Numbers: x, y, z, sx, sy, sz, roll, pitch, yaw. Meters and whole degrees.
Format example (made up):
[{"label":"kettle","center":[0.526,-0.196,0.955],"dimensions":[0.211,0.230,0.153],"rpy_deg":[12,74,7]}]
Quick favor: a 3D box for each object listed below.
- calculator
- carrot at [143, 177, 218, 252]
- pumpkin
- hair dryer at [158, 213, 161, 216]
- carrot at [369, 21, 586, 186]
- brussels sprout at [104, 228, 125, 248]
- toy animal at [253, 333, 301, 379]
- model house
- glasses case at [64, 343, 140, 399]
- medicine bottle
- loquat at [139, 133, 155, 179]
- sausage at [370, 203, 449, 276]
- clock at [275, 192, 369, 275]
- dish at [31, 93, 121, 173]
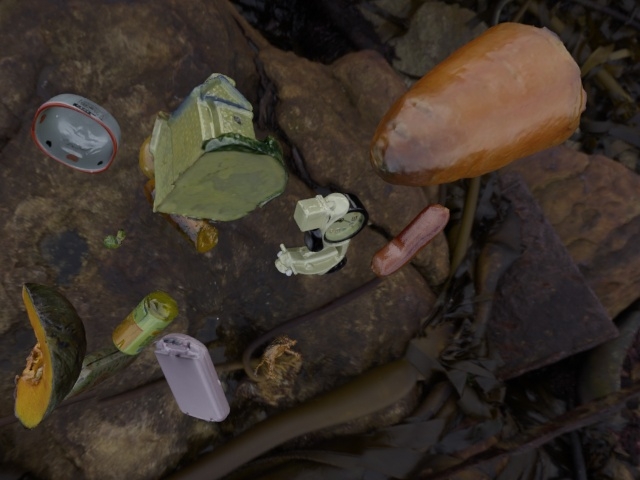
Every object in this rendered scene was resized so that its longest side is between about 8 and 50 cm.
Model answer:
[{"label":"calculator","center":[-0.205,0.224,0.739],"dimensions":[0.032,0.100,0.175],"rpy_deg":[-47,131,-51]},{"label":"carrot","center":[-0.469,-0.092,1.547],"dimensions":[0.114,0.114,0.302],"rpy_deg":[-43,76,-16]},{"label":"pumpkin","center":[-0.580,0.257,1.041],"dimensions":[0.169,0.148,0.312],"rpy_deg":[8,96,32]},{"label":"hair dryer","center":[-0.534,-0.083,1.641],"dimensions":[0.083,0.026,0.047],"rpy_deg":[18,91,-12]},{"label":"carrot","center":[0.155,-0.128,0.506],"dimensions":[0.225,0.159,0.159],"rpy_deg":[-32,89,-23]},{"label":"brussels sprout","center":[-0.672,-0.005,1.520],"dimensions":[0.051,0.046,0.083],"rpy_deg":[59,34,-17]},{"label":"toy animal","center":[-0.172,0.418,1.702],"dimensions":[0.116,0.255,0.114],"rpy_deg":[12,108,27]},{"label":"model house","center":[-0.244,-0.224,1.106],"dimensions":[0.261,0.321,0.266],"rpy_deg":[6,59,-45]},{"label":"glasses case","center":[-0.767,0.441,1.619],"dimensions":[0.156,0.425,0.098],"rpy_deg":[-42,87,3]},{"label":"medicine bottle","center":[-0.575,0.267,1.523],"dimensions":[0.124,0.124,0.239],"rpy_deg":[46,110,-2]},{"label":"loquat","center":[-0.597,-0.313,1.797],"dimensions":[0.213,0.213,0.213],"rpy_deg":[2,80,-12]},{"label":"sausage","center":[0.282,0.003,1.442],"dimensions":[0.300,0.083,0.089],"rpy_deg":[-43,69,7]},{"label":"clock","center":[0.000,0.000,1.485],"dimensions":[0.276,0.379,0.120],"rpy_deg":[-11,53,-27]},{"label":"dish","center":[-0.737,-0.341,1.423],"dimensions":[0.256,0.256,0.117],"rpy_deg":[12,46,-10]}]
